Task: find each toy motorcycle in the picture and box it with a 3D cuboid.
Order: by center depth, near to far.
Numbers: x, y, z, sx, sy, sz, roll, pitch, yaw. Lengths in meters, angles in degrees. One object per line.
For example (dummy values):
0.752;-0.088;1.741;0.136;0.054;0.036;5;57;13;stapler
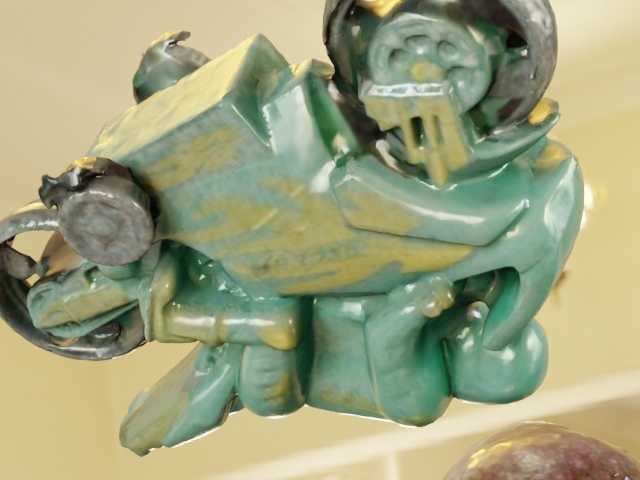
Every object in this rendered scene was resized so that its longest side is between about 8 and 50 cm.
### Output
-0.001;0.001;0.723;0.296;0.109;0.198;-25;-63;34;toy motorcycle

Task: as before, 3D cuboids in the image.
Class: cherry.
0.158;0.227;1.340;0.195;0.195;0.195;-7;-18;-2;cherry
